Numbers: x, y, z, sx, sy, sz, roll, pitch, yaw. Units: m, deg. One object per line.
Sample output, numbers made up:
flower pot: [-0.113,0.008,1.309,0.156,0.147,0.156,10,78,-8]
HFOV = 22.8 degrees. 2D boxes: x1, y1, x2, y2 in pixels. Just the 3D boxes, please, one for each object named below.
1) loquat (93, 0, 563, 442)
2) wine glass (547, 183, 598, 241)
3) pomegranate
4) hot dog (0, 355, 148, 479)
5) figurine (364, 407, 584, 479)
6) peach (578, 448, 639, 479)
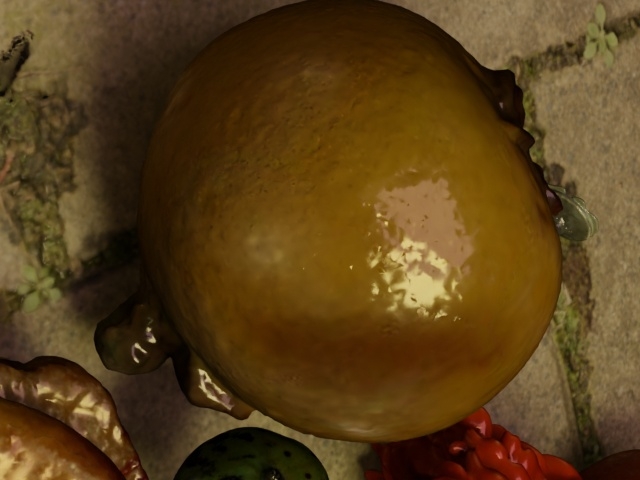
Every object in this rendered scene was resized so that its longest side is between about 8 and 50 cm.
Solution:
loquat: [0.000,0.000,1.141,0.359,0.328,0.328,-29,117,4]
wine glass: [0.177,0.024,1.421,0.155,0.072,0.072,-47,121,-23]
pomegranate: [-0.049,0.203,1.122,0.122,0.122,0.161,-27,143,-32]
hot dog: [-0.206,0.237,1.084,0.223,0.185,0.405,-23,110,-32]
figurine: [0.078,0.305,1.269,0.411,0.241,0.306,-26,82,-16]
peach: [0.317,0.307,1.477,0.231,0.231,0.231,-6,100,-37]
